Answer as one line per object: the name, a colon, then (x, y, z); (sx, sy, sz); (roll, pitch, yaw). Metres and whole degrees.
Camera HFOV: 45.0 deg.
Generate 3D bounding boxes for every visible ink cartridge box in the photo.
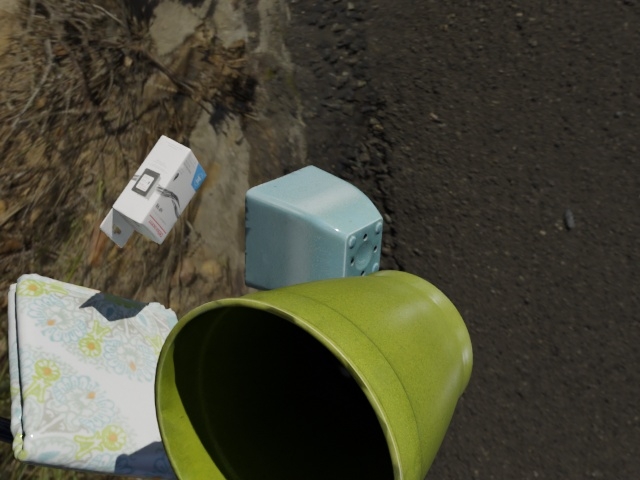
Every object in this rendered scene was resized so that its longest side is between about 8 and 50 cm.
ink cartridge box: (-0.267, -0.065, 1.250); (0.060, 0.104, 0.180); (27, 76, 15)

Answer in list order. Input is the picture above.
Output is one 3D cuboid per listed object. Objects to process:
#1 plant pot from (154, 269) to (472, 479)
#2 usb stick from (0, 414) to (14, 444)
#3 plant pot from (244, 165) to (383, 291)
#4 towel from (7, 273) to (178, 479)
plant pot: (0.032, 0.202, 1.052); (0.353, 0.366, 0.367); (-23, 115, -52)
usb stick: (-0.574, 0.354, 1.432); (0.278, 0.077, 0.045); (21, 72, -9)
plant pot: (0.000, 0.000, 1.776); (0.248, 0.252, 0.247); (-27, 129, -47)
towel: (-0.369, 0.233, 1.320); (0.320, 0.374, 0.090); (19, 123, -37)
